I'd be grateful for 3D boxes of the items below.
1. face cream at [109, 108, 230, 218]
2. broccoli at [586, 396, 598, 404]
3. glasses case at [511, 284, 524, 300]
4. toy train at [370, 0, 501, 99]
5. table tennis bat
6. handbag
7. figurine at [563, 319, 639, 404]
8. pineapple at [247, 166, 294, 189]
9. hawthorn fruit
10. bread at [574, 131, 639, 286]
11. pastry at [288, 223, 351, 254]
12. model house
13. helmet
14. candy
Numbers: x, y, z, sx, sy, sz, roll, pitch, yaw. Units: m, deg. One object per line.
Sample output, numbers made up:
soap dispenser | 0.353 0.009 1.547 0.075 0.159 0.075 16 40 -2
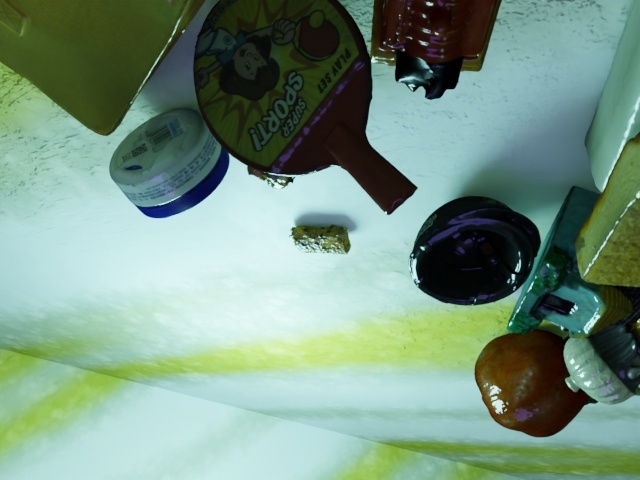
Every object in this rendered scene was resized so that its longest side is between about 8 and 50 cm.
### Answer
face cream | -0.284 -0.149 0.946 0.206 0.205 0.111 -6 141 24
broccoli | 0.793 0.477 1.604 0.146 0.137 0.162 14 -174 -16
glasses case | 0.561 0.135 1.219 0.297 0.075 0.113 29 139 -25
toy train | 0.139 -0.325 0.551 0.163 0.231 0.369 8 146 7
table tennis bat | -0.026 -0.197 0.727 0.414 0.051 0.268 47 111 12
handbag | -0.346 -0.362 0.738 0.283 0.133 0.401 35 139 -23
figurine | 0.700 0.226 1.166 0.205 0.185 0.332 13 117 1
pineapple | -0.089 -0.197 0.881 0.114 0.186 0.236 -37 80 51
hawthorn fruit | 0.588 0.393 1.401 0.295 0.295 0.311 32 143 -27
bread | 0.493 -0.043 0.709 0.185 0.114 0.274 3 147 9
pastry | 0.000 0.000 1.209 0.140 0.056 0.080 0 132 20
model house | 0.531 0.089 0.956 0.249 0.230 0.280 25 148 20
helmet | 0.306 0.000 1.030 0.231 0.160 0.278 19 132 -4
candy | 0.511 -0.207 0.684 0.208 0.145 0.358 3 145 14
